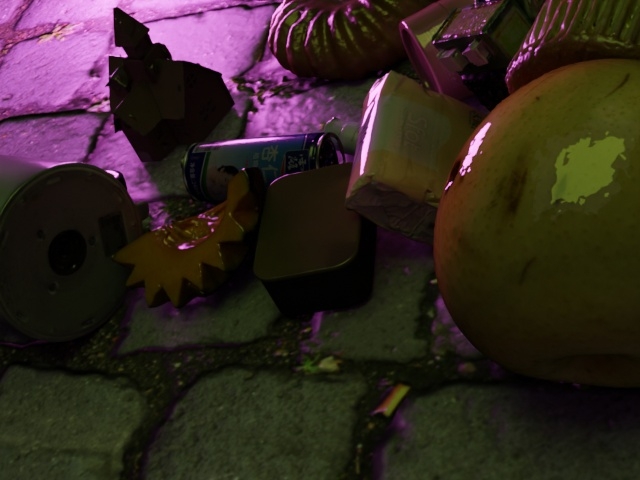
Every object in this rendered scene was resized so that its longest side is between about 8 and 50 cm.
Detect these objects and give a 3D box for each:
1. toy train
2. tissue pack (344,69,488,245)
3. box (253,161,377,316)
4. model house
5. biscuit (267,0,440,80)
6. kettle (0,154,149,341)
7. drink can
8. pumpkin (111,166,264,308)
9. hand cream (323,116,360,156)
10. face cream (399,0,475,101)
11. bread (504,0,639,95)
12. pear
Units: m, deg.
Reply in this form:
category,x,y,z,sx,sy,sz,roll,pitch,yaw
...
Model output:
category,x,y,z,sx,sy,sz,roll,pitch,yaw
toy train,0.279,-0.247,1.375,0.177,0.261,0.134,-54,25,-16
tissue pack,0.137,-0.106,1.363,0.186,0.090,0.222,24,49,-10
box,0.000,0.000,1.378,0.144,0.090,0.201,-12,42,17
model house,-0.294,-0.271,1.702,0.180,0.248,0.176,9,52,36
biscuit,0.058,-0.399,1.769,0.325,0.107,0.326,-14,39,12
kettle,-0.448,-0.033,1.569,0.376,0.250,0.361,12,32,39
drink can,-0.086,-0.108,1.537,0.235,0.097,0.097,-1,46,26
pumpkin,-0.148,0.013,1.457,0.254,0.149,0.131,-32,76,22
hand cream,0.096,-0.137,1.508,0.204,0.050,0.078,17,54,33
face cream,0.195,-0.281,1.527,0.104,0.149,0.149,-28,40,1
bread,0.347,-0.176,1.206,0.227,0.253,0.142,-10,40,46
pear,0.287,-0.012,1.049,0.348,0.348,0.348,-15,41,14
